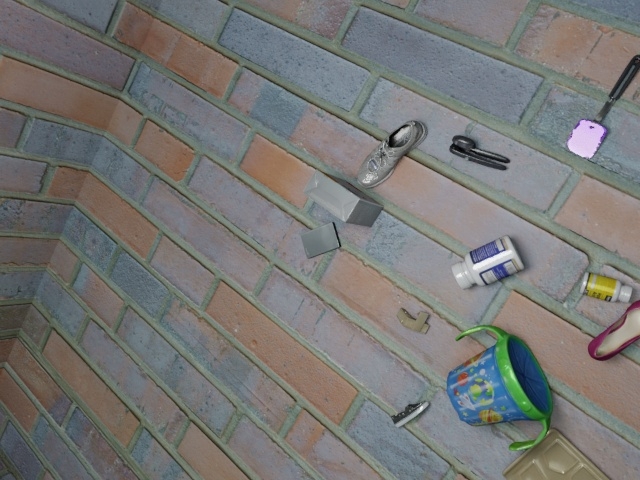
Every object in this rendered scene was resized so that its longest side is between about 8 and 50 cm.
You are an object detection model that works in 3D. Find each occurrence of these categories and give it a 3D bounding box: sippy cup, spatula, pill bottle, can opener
[{"bbox_3d":[0.491,0.415,1.364,0.224,0.240,0.306,-35,35,32],"label":"sippy cup"},{"bbox_3d":[0.798,-0.376,1.339,0.084,0.030,0.297,35,103,25],"label":"spatula"},{"bbox_3d":[0.775,0.131,1.311,0.116,0.065,0.065,16,95,26],"label":"pill bottle"},{"bbox_3d":[0.483,-0.260,1.476,0.186,0.073,0.059,30,93,15],"label":"can opener"},{"bbox_3d":[0.492,0.071,1.426,0.186,0.112,0.112,-28,76,22],"label":"pill bottle"}]

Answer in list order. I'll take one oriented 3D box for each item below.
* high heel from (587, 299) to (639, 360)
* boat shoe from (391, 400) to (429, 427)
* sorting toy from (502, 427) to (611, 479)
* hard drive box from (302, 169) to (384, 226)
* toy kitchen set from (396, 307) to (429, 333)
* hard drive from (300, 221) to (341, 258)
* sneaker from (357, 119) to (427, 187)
[{"bbox_3d":[0.810,0.228,1.260,0.244,0.117,0.082,-39,72,20],"label":"high heel"},{"bbox_3d":[0.285,0.549,1.544,0.142,0.049,0.040,-43,70,20],"label":"boat shoe"},{"bbox_3d":[0.642,0.712,1.371,0.229,0.041,0.307,43,106,17],"label":"sorting toy"},{"bbox_3d":[0.079,-0.133,1.570,0.181,0.232,0.089,37,103,22],"label":"hard drive box"},{"bbox_3d":[0.306,0.245,1.555,0.083,0.075,0.068,22,104,-15],"label":"toy kitchen set"},{"bbox_3d":[0.000,0.000,1.719,0.135,0.022,0.094,-21,79,24],"label":"hard drive"},{"bbox_3d":[0.215,-0.293,1.573,0.281,0.115,0.105,-47,70,17],"label":"sneaker"}]
